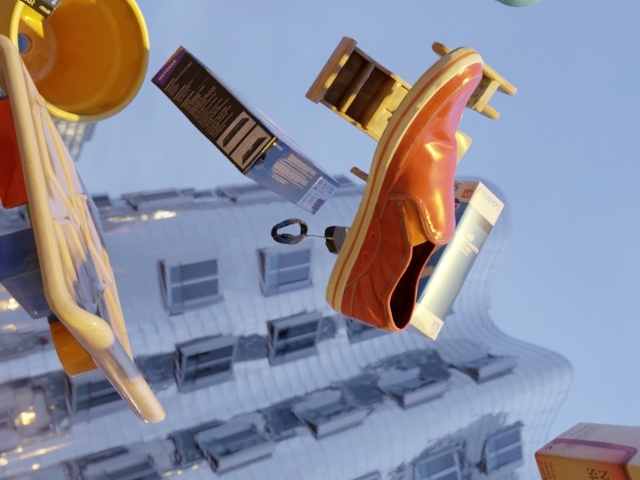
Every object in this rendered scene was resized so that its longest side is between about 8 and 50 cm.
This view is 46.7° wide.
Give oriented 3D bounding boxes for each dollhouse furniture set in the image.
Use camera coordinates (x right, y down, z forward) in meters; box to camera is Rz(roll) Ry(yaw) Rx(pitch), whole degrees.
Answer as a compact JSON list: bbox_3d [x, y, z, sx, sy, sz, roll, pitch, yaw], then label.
[{"bbox_3d":[0.103,-0.182,1.033,0.212,0.161,0.242,-56,-153,7],"label":"dollhouse furniture set"}]

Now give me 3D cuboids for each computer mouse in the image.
[{"bbox_3d":[0.000,0.000,1.464,0.041,0.242,0.071,-24,-117,48],"label":"computer mouse"}]

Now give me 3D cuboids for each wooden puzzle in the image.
[{"bbox_3d":[-0.277,0.011,0.788,0.322,0.081,0.347,92,-25,-62],"label":"wooden puzzle"}]

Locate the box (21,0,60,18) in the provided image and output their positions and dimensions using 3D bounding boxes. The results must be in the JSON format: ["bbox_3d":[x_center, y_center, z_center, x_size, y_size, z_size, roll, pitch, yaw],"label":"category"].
[{"bbox_3d":[-0.329,-0.299,0.857,0.018,0.067,0.083,-42,-153,30],"label":"box"}]

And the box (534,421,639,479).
[{"bbox_3d":[0.471,0.377,1.136,0.232,0.127,0.148,-18,-89,60],"label":"box"}]

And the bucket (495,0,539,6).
[{"bbox_3d":[0.213,-0.388,0.724,0.183,0.281,0.281,20,55,-79],"label":"bucket"}]

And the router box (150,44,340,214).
[{"bbox_3d":[-0.117,-0.178,1.270,0.081,0.309,0.243,-48,-111,6],"label":"router box"}]

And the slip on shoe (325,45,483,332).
[{"bbox_3d":[0.103,-0.042,0.780,0.101,0.123,0.331,31,-61,21],"label":"slip on shoe"}]

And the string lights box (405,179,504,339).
[{"bbox_3d":[0.186,0.025,1.243,0.133,0.077,0.259,12,-110,56],"label":"string lights box"}]

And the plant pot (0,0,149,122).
[{"bbox_3d":[-0.466,-0.336,1.270,0.239,0.254,0.253,14,-68,39],"label":"plant pot"}]
